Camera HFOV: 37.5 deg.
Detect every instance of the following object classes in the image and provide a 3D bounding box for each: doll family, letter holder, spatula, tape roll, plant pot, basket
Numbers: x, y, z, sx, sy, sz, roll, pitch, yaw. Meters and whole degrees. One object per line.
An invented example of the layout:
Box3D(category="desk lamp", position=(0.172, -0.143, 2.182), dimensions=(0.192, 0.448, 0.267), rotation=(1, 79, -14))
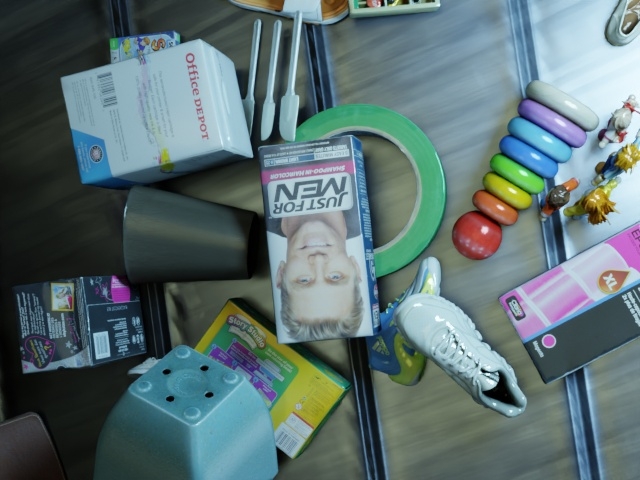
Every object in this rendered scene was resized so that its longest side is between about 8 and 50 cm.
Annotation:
Box3D(category="doll family", position=(0.490, -0.115, 1.609), dimensions=(0.118, 0.163, 0.263), rotation=(38, 96, 9))
Box3D(category="letter holder", position=(-0.620, 0.511, 1.837), dimensions=(0.152, 0.214, 0.302), rotation=(-23, 84, 42))
Box3D(category="spatula", position=(-0.096, -0.304, 1.766), dimensions=(0.168, 0.019, 0.242), rotation=(5, 90, 48))
Box3D(category="tape roll", position=(0.070, -0.087, 1.736), dimensions=(0.321, 0.077, 0.321), rotation=(0, 89, 10))
Box3D(category="plant pot", position=(-0.232, 0.334, 1.631), dimensions=(0.248, 0.247, 0.252), rotation=(23, 129, 23))
Box3D(category="basket", position=(-0.236, 0.001, 1.757), dimensions=(0.226, 0.154, 0.204), rotation=(6, 125, 5))

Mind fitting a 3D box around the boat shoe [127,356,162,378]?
Box3D(category="boat shoe", position=(-0.328, 0.245, 1.832), dimensions=(0.100, 0.035, 0.035), rotation=(-11, 59, 14))

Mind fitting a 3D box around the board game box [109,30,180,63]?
Box3D(category="board game box", position=(-0.336, -0.299, 1.840), dimensions=(0.136, 0.035, 0.201), rotation=(-5, 89, 11))

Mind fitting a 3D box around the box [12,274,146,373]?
Box3D(category="box", position=(-0.441, 0.152, 1.744), dimensions=(0.142, 0.247, 0.163), rotation=(-8, 87, 13))

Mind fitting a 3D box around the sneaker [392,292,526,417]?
Box3D(category="sneaker", position=(0.248, 0.199, 1.625), dimensions=(0.292, 0.118, 0.110), rotation=(40, 95, -15))

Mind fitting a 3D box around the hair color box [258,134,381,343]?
Box3D(category="hair color box", position=(0.000, 0.000, 1.656), dimensions=(0.174, 0.105, 0.347), rotation=(-7, 88, 11))

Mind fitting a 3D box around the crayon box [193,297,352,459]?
Box3D(category="crayon box", position=(-0.102, 0.253, 1.760), dimensions=(0.278, 0.081, 0.165), rotation=(37, 95, 10))

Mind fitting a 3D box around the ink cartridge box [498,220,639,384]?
Box3D(category="ink cartridge box", position=(0.516, 0.090, 1.655), dimensions=(0.371, 0.069, 0.176), rotation=(-29, 84, 7))

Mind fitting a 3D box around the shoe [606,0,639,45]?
Box3D(category="shoe", position=(0.582, -0.439, 1.651), dimensions=(0.076, 0.058, 0.219), rotation=(34, 95, 10))

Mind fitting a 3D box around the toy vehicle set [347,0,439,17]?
Box3D(category="toy vehicle set", position=(0.122, -0.550, 1.737), dimensions=(0.166, 0.035, 0.267), rotation=(-6, 88, -2))

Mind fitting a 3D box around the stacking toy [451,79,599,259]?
Box3D(category="stacking toy", position=(0.345, -0.109, 1.661), dimensions=(0.141, 0.141, 0.330), rotation=(32, 99, 10))

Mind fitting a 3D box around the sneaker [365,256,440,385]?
Box3D(category="sneaker", position=(0.142, 0.140, 1.710), dimensions=(0.126, 0.091, 0.240), rotation=(11, 92, 12))

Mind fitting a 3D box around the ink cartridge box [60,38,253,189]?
Box3D(category="ink cartridge box", position=(-0.290, -0.220, 1.710), dimensions=(0.270, 0.197, 0.198), rotation=(-12, 87, 11))

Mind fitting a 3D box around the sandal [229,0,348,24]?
Box3D(category="sandal", position=(-0.065, -0.468, 1.769), dimensions=(0.265, 0.076, 0.102), rotation=(7, 90, 11))
